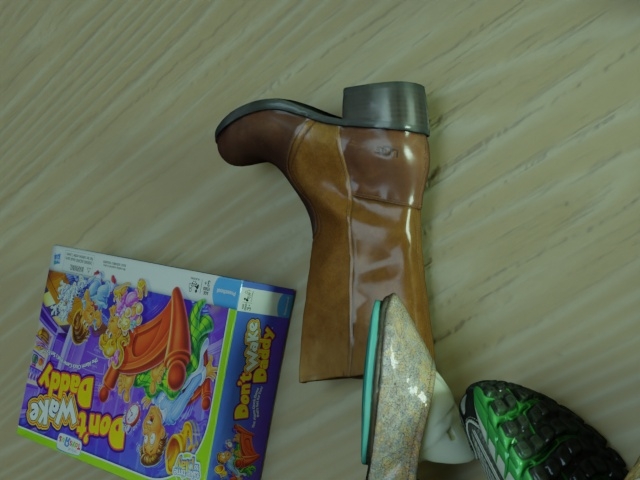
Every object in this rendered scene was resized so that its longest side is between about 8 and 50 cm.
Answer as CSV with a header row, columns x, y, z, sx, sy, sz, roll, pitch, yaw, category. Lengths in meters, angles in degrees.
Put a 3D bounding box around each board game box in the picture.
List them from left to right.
x,y,z,sx,sy,sz,roll,pitch,yaw,category
-0.193,0.141,1.323,0.347,0.078,0.233,8,86,45,board game box

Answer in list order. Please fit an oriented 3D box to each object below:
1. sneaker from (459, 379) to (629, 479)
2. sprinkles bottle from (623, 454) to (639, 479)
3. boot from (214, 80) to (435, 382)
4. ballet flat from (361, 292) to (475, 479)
x,y,z,sx,sy,sz,roll,pitch,yaw,category
0.176,0.262,0.899,0.146,0.134,0.343,-39,57,32,sneaker
0.224,0.212,0.758,0.121,0.121,0.355,20,64,45,sprinkles bottle
0.000,0.000,1.177,0.264,0.096,0.280,-3,84,31,boot
0.078,0.204,1.032,0.106,0.107,0.315,8,98,4,ballet flat
